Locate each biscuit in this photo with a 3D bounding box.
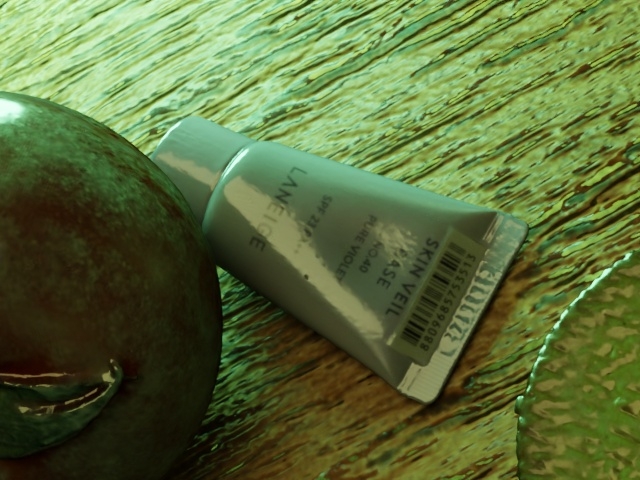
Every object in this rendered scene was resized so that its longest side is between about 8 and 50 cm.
[{"bbox_3d":[0.270,0.119,0.967,0.305,0.038,0.305,-11,60,19],"label":"biscuit"}]

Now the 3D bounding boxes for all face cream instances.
[{"bbox_3d":[0.000,0.000,1.143,0.273,0.096,0.154,25,73,21],"label":"face cream"}]

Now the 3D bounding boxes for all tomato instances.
[{"bbox_3d":[-0.222,0.056,1.069,0.316,0.317,0.282,-12,29,19],"label":"tomato"}]
